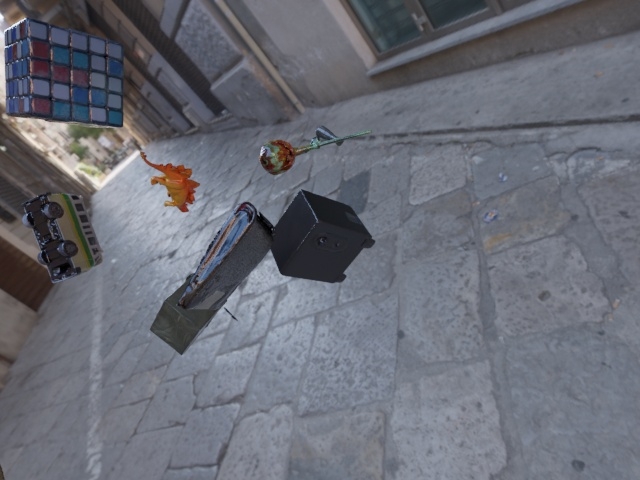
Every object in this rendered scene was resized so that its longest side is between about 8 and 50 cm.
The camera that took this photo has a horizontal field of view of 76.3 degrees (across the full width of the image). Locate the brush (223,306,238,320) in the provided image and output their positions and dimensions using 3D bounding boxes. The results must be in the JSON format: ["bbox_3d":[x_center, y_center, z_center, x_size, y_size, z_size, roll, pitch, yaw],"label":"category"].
[{"bbox_3d":[-0.335,0.275,1.521,0.083,0.024,0.008,36,84,28],"label":"brush"}]

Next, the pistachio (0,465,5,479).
[{"bbox_3d":[-0.461,0.258,0.454,0.131,0.206,0.129,-79,0,-56],"label":"pistachio"}]

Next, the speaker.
[{"bbox_3d":[0.000,0.000,1.327,0.232,0.254,0.184,-52,44,26],"label":"speaker"}]

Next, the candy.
[{"bbox_3d":[-0.012,-0.233,1.001,0.288,0.078,0.084,-16,-14,-1],"label":"candy"}]

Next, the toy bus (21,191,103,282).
[{"bbox_3d":[-0.930,-0.015,1.496,0.143,0.305,0.179,-18,4,20],"label":"toy bus"}]

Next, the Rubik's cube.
[{"bbox_3d":[-0.869,-0.546,1.389,0.293,0.292,0.287,15,103,41],"label":"Rubik's cube"}]

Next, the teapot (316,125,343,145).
[{"bbox_3d":[0.034,-0.355,1.395,0.043,0.043,0.111,-47,54,-9],"label":"teapot"}]

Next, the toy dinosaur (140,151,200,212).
[{"bbox_3d":[-0.394,-0.158,1.122,0.117,0.288,0.070,-4,61,-2],"label":"toy dinosaur"}]

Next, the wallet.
[{"bbox_3d":[-0.205,0.049,0.944,0.262,0.071,0.221,-55,-7,-5],"label":"wallet"}]

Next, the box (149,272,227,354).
[{"bbox_3d":[-0.450,0.249,1.377,0.231,0.155,0.149,-47,4,43],"label":"box"}]
